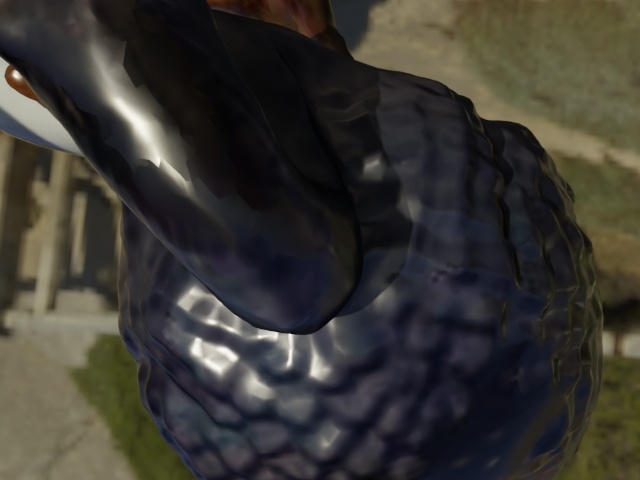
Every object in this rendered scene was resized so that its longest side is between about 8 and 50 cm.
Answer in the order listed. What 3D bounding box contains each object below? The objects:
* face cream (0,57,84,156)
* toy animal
[{"bbox_3d":[-0.107,-0.082,0.736,0.144,0.071,0.291,-9,-152,-45],"label":"face cream"},{"bbox_3d":[0.000,0.000,0.441,0.185,0.122,0.298,55,178,43],"label":"toy animal"}]
